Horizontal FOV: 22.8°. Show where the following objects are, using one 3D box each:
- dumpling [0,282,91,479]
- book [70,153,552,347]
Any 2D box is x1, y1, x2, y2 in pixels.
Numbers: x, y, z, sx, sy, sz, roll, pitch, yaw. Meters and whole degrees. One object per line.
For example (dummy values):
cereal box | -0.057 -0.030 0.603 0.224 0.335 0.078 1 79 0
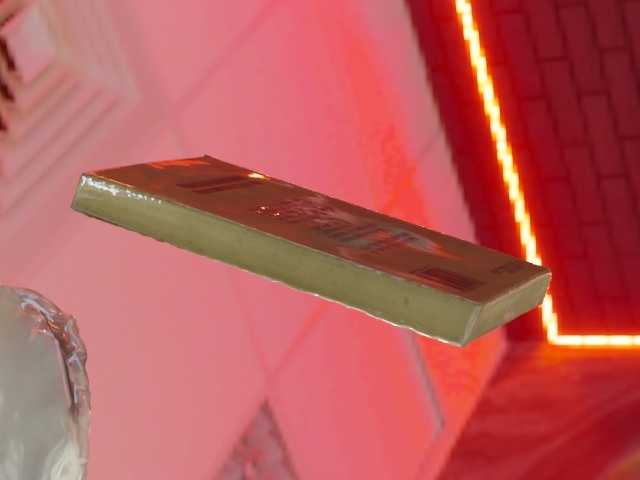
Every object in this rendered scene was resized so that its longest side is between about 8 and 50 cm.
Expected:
dumpling | -0.261 0.097 0.583 0.181 0.341 0.260 142 142 -84
book | 0.000 0.000 0.875 0.161 0.231 0.026 -15 -58 -67
